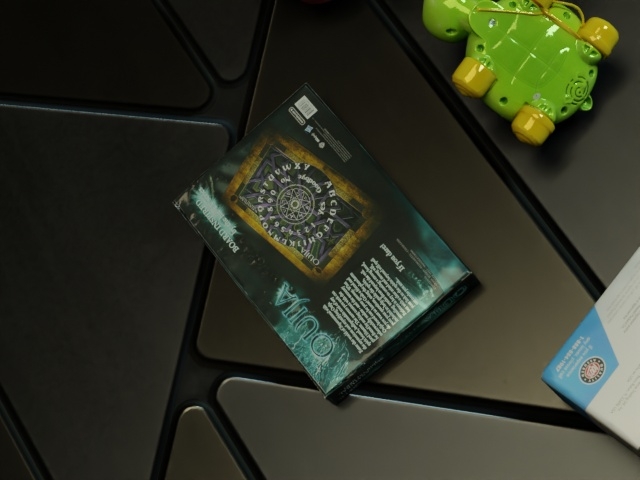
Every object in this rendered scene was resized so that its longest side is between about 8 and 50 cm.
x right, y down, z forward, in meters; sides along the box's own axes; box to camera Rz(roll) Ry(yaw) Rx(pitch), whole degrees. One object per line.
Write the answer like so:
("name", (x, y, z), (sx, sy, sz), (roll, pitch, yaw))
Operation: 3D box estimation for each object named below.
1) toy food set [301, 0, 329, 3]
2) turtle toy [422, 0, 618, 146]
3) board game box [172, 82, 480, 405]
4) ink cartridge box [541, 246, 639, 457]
("toy food set", (0.053, -0.202, 1.137), (0.232, 0.111, 0.104), (-18, 67, 10))
("turtle toy", (0.123, -0.124, 1.102), (0.130, 0.066, 0.095), (38, 86, -4))
("board game box", (0.000, 0.000, 1.135), (0.126, 0.026, 0.186), (-41, 64, 3))
("ink cartridge box", (0.234, 0.097, 1.000), (0.180, 0.060, 0.104), (37, 86, 26))
